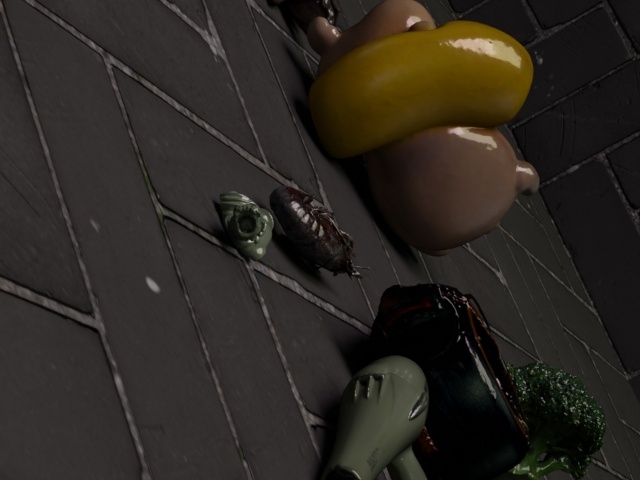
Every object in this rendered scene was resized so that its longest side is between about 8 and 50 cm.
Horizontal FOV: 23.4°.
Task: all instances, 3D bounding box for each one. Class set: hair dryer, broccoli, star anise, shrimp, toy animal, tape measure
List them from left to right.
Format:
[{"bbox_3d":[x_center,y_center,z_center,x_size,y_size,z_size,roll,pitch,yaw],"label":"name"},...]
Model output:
[{"bbox_3d":[-0.024,-0.373,2.144,0.231,0.089,0.209,-82,150,-47],"label":"star anise"},{"bbox_3d":[0.000,0.000,1.610,0.165,0.057,0.065,47,14,-50],"label":"shrimp"},{"bbox_3d":[0.059,0.223,1.410,0.219,0.088,0.225,-4,81,-66],"label":"hair dryer"},{"bbox_3d":[0.140,-0.178,2.029,0.345,0.277,0.247,49,5,-29],"label":"toy animal"},{"bbox_3d":[0.131,0.151,1.628,0.223,0.135,0.202,65,5,7],"label":"tape measure"},{"bbox_3d":[0.240,0.213,1.811,0.195,0.195,0.156,52,52,-30],"label":"broccoli"}]

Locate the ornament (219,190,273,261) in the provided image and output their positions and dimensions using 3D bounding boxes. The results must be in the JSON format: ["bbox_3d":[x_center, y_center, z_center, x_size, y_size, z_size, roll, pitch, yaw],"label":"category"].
[{"bbox_3d":[-0.068,-0.016,1.450,0.068,0.041,0.092,61,5,-22],"label":"ornament"}]
